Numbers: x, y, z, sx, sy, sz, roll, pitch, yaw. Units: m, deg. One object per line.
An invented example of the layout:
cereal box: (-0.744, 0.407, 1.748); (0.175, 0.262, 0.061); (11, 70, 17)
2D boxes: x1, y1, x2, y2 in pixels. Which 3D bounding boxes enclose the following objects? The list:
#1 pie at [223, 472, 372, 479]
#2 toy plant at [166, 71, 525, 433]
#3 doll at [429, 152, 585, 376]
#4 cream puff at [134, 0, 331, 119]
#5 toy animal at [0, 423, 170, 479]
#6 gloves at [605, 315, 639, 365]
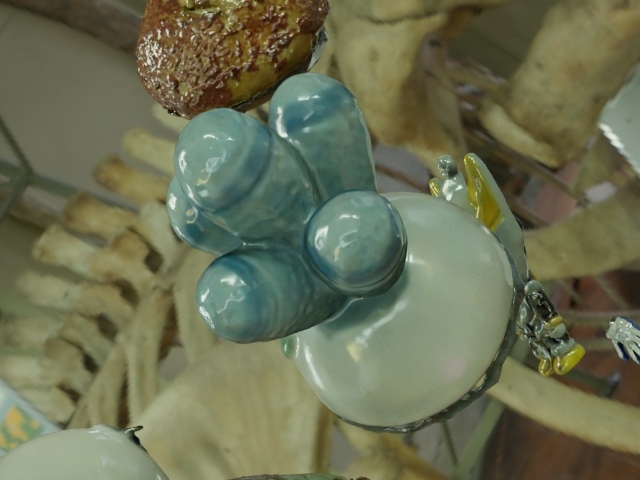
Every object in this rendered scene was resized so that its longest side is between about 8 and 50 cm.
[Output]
pie: (-0.069, 0.380, 1.610); (0.257, 0.274, 0.105); (-26, 63, 52)
toy plant: (0.000, 0.000, 0.989); (0.247, 0.332, 0.247); (-21, 50, 27)
doll: (0.233, 0.030, 1.505); (0.103, 0.316, 0.145); (-33, -1, 8)
cream puff: (-0.104, -0.240, 1.310); (0.240, 0.240, 0.164); (-70, -30, -50)
toy animal: (-0.254, 0.285, 0.963); (0.310, 0.251, 0.251); (-22, -3, -17)
gloves: (0.453, 0.149, 1.688); (0.026, 0.086, 0.064); (-27, -40, -37)
